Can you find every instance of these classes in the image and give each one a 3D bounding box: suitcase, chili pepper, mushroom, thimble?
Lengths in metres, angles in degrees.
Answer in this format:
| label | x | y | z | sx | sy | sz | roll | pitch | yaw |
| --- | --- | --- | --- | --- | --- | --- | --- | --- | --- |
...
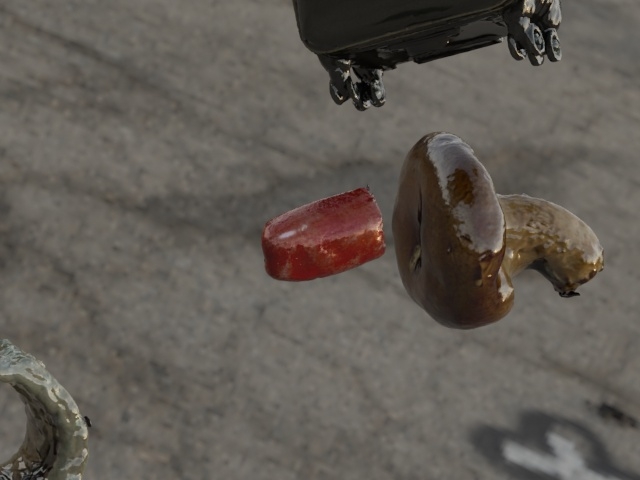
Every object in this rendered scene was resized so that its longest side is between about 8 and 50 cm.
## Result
| label | x | y | z | sx | sy | sz | roll | pitch | yaw |
| --- | --- | --- | --- | --- | --- | --- | --- | --- | --- |
| suitcase | 0.085 | -0.377 | 1.754 | 0.283 | 0.434 | 0.194 | -12 | -8 | 26 |
| chili pepper | 0.000 | 0.000 | 1.586 | 0.123 | 0.073 | 0.070 | -17 | 72 | -14 |
| mushroom | 0.187 | -0.016 | 2.067 | 0.254 | 0.267 | 0.267 | -17 | 40 | -37 |
| thimble | -0.214 | 0.125 | 1.096 | 0.102 | 0.115 | 0.090 | -9 | 13 | -26 |
